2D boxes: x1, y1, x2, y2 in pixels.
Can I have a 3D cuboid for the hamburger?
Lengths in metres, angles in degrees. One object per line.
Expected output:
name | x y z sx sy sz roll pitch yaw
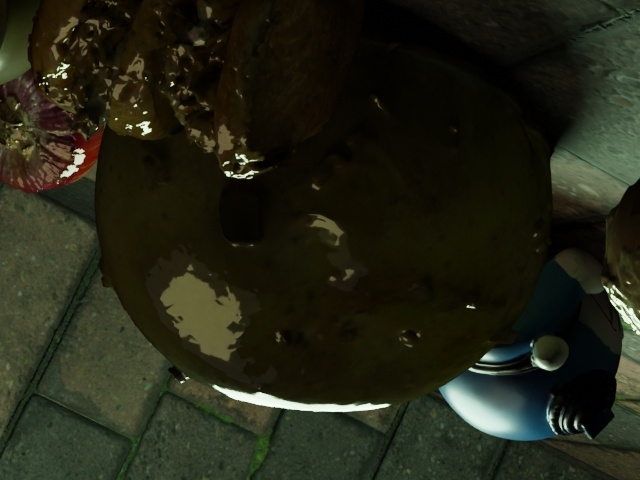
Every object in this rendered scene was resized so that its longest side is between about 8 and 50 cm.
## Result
hamburger | -0.092 -0.169 1.343 0.211 0.260 0.245 28 155 14

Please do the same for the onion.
onion | -0.358 -0.180 2.231 0.230 0.163 0.230 17 127 25

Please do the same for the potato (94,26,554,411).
potato | 0.000 0.000 1.644 0.442 0.319 0.385 14 168 -13

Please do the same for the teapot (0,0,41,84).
teapot | -0.341 -0.254 1.808 0.268 0.185 0.175 -10 -170 25

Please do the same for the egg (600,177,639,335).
egg | 0.341 0.013 1.393 0.233 0.194 0.195 1 165 10

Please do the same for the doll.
doll | 0.232 0.105 2.055 0.284 0.240 0.310 47 -179 28
